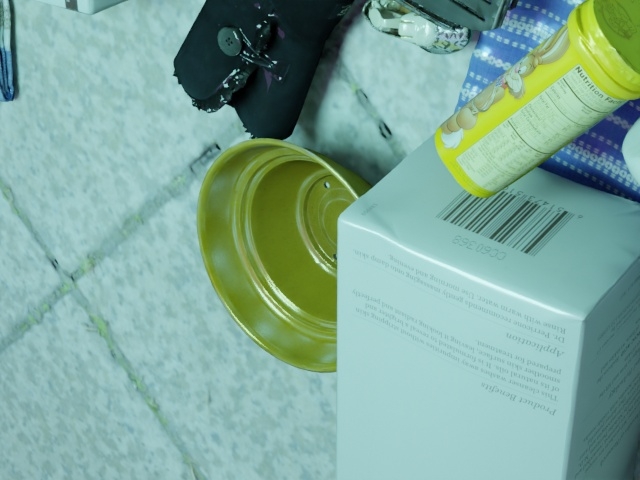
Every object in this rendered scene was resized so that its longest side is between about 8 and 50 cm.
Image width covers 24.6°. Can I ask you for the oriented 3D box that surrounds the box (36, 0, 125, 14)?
[{"bbox_3d":[-0.234,-0.315,1.309,0.181,0.119,0.181,18,122,33],"label":"box"}]

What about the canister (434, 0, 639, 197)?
[{"bbox_3d":[0.171,-0.107,1.022,0.073,0.126,0.170,54,134,2],"label":"canister"}]

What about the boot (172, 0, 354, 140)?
[{"bbox_3d":[-0.087,-0.221,1.249,0.246,0.094,0.207,40,129,9],"label":"boot"}]

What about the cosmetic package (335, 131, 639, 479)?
[{"bbox_3d":[0.136,0.135,1.177,0.217,0.156,0.385,24,134,27],"label":"cosmetic package"}]

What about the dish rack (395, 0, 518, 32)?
[{"bbox_3d":[0.084,-0.292,1.049,0.208,0.074,0.272,41,129,34],"label":"dish rack"}]

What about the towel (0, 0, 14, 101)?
[{"bbox_3d":[-0.410,-0.288,1.511,0.209,0.034,0.285,15,122,23],"label":"towel"}]

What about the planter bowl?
[{"bbox_3d":[0.000,0.000,1.294,0.217,0.090,0.217,20,123,34],"label":"planter bowl"}]

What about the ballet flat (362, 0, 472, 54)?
[{"bbox_3d":[0.071,-0.170,1.157,0.114,0.041,0.041,31,132,50],"label":"ballet flat"}]

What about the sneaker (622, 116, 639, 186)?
[{"bbox_3d":[0.382,-0.053,0.940,0.322,0.130,0.236,-33,109,30],"label":"sneaker"}]

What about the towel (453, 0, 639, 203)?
[{"bbox_3d":[0.220,-0.130,1.075,0.243,0.040,0.336,32,129,23],"label":"towel"}]
